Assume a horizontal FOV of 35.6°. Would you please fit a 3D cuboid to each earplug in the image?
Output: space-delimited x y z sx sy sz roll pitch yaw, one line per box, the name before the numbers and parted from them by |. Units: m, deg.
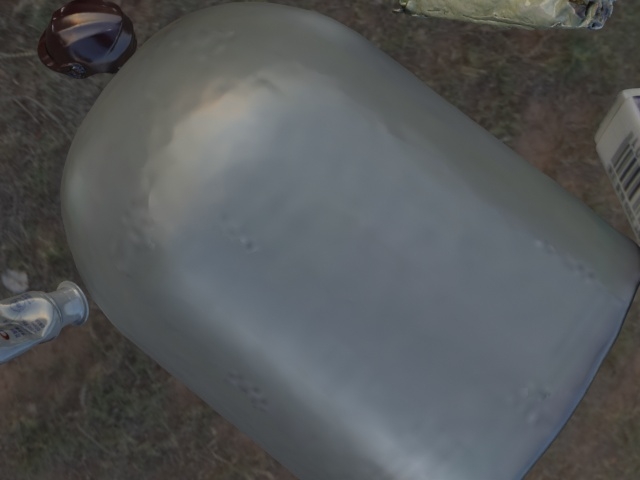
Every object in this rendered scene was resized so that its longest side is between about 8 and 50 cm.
earplug | 0.000 0.000 0.778 0.394 0.312 0.313 39 85 -5

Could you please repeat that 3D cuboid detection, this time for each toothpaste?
toothpaste | -0.372 0.104 1.086 0.266 0.096 0.061 -20 147 -52

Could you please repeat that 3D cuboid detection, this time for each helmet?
helmet | -0.289 -0.256 1.228 0.123 0.098 0.070 -3 152 -12

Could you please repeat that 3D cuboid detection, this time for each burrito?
burrito | 0.143 -0.196 0.807 0.041 0.185 0.045 -34 131 -46

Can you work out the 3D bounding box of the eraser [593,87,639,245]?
eraser | 0.343 -0.006 0.847 0.124 0.279 0.081 -4 146 -15
